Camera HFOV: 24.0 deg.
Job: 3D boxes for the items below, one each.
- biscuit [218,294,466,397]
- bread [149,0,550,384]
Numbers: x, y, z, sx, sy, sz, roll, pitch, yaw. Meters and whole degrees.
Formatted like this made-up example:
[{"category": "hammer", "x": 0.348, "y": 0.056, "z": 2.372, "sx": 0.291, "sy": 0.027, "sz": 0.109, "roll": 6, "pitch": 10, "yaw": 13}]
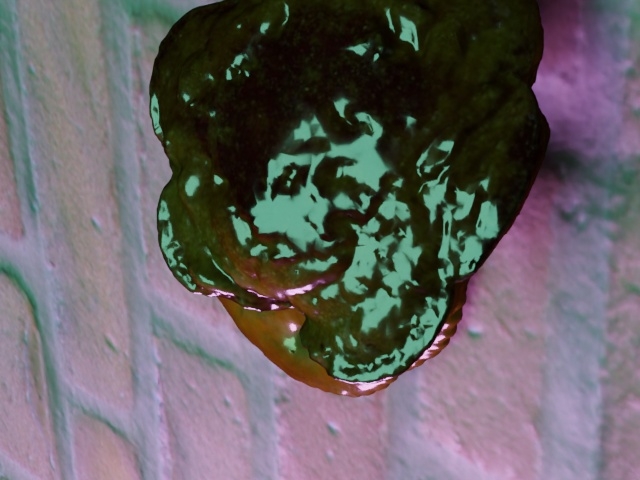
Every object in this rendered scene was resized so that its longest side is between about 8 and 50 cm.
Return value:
[{"category": "biscuit", "x": 0.000, "y": 0.000, "z": 1.011, "sx": 0.220, "sy": 0.066, "sz": 0.220, "roll": 27, "pitch": 131, "yaw": 36}, {"category": "bread", "x": 0.017, "y": -0.066, "z": 0.842, "sx": 0.232, "sy": 0.135, "sz": 0.247, "roll": 29, "pitch": 103, "yaw": 17}]
